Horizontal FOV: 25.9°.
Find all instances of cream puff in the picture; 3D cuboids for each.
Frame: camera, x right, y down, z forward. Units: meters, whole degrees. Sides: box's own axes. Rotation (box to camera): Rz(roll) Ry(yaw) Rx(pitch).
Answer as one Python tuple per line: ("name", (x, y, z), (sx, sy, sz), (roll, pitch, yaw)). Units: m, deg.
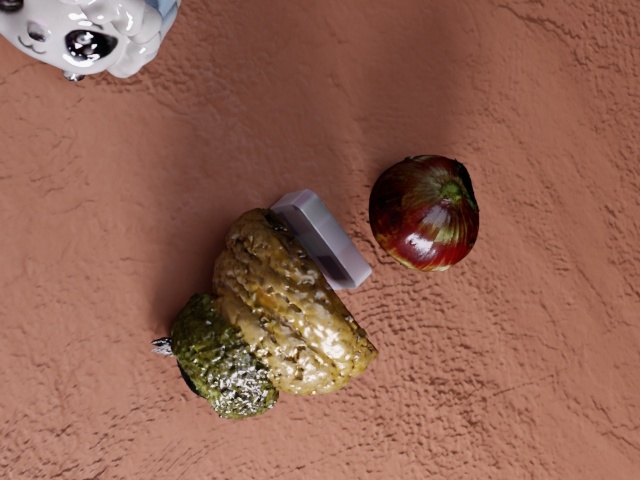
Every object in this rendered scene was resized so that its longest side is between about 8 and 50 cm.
("cream puff", (-0.063, 0.082, 1.264), (0.169, 0.183, 0.183), (-37, 106, 0))

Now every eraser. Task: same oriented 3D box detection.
("eraser", (0.000, 0.000, 1.338), (0.026, 0.065, 0.105), (-44, 106, -22))

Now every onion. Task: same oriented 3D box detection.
("onion", (0.098, -0.026, 1.372), (0.118, 0.118, 0.117), (-13, 61, -28))

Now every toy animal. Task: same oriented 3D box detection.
("toy animal", (-0.198, -0.251, 1.198), (0.208, 0.156, 0.204), (33, 69, -19))
